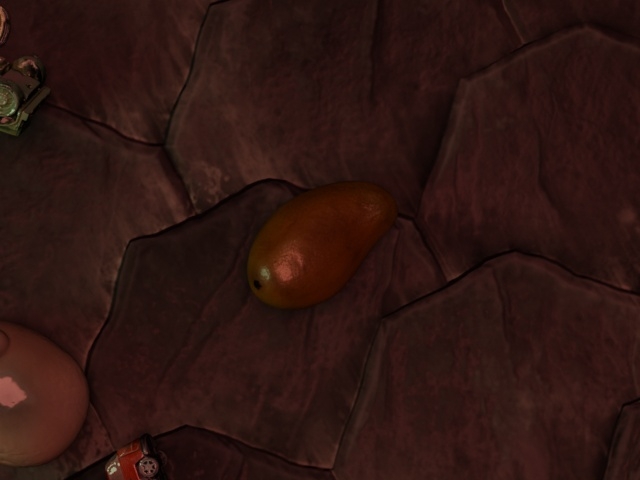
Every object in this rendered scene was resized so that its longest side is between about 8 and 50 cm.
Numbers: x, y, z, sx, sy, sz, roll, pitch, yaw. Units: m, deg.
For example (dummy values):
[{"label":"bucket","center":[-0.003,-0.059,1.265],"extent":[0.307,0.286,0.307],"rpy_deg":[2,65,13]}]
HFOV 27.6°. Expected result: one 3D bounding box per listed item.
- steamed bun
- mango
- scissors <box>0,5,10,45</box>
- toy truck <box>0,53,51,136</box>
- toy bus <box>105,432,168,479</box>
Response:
[{"label":"steamed bun","center":[-0.407,0.191,1.644],"extent":[0.228,0.131,0.177],"rpy_deg":[31,85,-5]},{"label":"mango","center":[0.000,0.000,1.713],"extent":[0.227,0.099,0.136],"rpy_deg":[-38,86,-14]},{"label":"scissors","center":[-0.449,-0.357,1.728],"extent":[0.133,0.020,0.187],"rpy_deg":[26,86,-7]},{"label":"toy truck","center":[-0.487,-0.205,1.679],"extent":[0.259,0.128,0.135],"rpy_deg":[21,116,-3]},{"label":"toy bus","center":[-0.220,0.341,1.681],"extent":[0.077,0.079,0.174],"rpy_deg":[-23,89,3]}]
